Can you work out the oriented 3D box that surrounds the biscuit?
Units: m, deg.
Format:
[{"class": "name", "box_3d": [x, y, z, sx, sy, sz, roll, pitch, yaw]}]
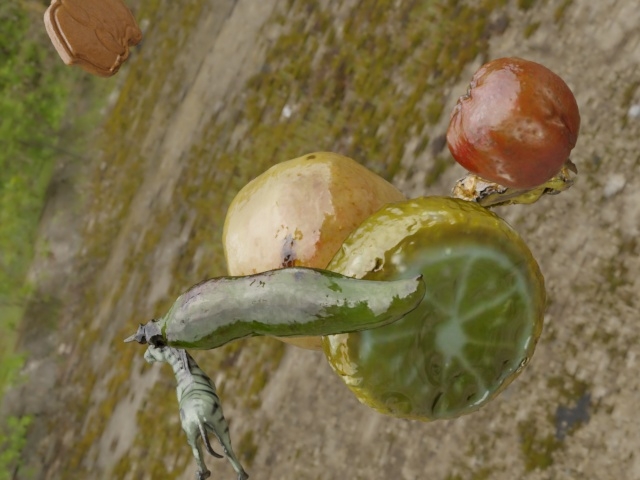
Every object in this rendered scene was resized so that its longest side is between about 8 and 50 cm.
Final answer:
[{"class": "biscuit", "box_3d": [-0.244, -0.229, 1.175, 0.019, 0.102, 0.130, -28, 19, 37]}]

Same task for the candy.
[{"class": "candy", "box_3d": [0.123, 0.075, 1.203, 0.259, 0.260, 0.118, -65, 24, 11]}]

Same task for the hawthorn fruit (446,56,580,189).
[{"class": "hawthorn fruit", "box_3d": [0.277, -0.148, 1.489, 0.179, 0.200, 0.179, -52, 6, 8]}]

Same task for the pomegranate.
[{"class": "pomegranate", "box_3d": [0.000, 0.000, 1.801, 0.342, 0.343, 0.342, -55, 22, 35]}]

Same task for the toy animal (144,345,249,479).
[{"class": "toy animal", "box_3d": [-0.170, 0.216, 1.460, 0.217, 0.074, 0.176, 45, 157, 62]}]

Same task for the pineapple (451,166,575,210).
[{"class": "pineapple", "box_3d": [0.308, -0.097, 1.785, 0.225, 0.225, 0.076, 153, 108, -64]}]

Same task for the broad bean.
[{"class": "broad bean", "box_3d": [-0.057, 0.067, 1.114, 0.339, 0.077, 0.061, -9, 12, 26]}]
